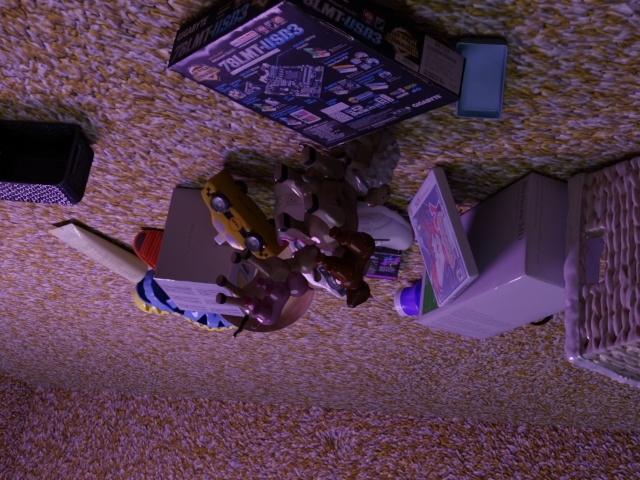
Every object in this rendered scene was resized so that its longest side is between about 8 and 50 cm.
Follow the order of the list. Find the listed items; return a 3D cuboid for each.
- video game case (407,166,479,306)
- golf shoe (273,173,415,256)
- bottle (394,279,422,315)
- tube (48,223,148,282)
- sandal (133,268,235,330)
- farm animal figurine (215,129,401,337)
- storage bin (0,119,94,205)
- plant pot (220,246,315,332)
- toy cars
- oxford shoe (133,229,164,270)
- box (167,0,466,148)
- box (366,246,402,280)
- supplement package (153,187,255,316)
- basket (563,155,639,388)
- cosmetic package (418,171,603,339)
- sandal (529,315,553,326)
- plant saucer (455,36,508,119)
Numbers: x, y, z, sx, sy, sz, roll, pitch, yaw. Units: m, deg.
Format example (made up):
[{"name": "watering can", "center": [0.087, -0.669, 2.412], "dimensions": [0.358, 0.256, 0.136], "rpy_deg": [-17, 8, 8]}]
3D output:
[{"name": "video game case", "center": [0.209, -0.002, 1.621], "dimensions": [0.023, 0.201, 0.183], "rpy_deg": [-13, 163, -14]}, {"name": "golf shoe", "center": [0.041, -0.015, 1.730], "dimensions": [0.306, 0.140, 0.115], "rpy_deg": [18, 155, -26]}, {"name": "bottle", "center": [0.291, 0.121, 2.037], "dimensions": [0.283, 0.092, 0.118], "rpy_deg": [-11, 152, 41]}, {"name": "tube", "center": [-0.510, 0.023, 2.162], "dimensions": [0.070, 0.062, 0.240], "rpy_deg": [-47, 129, 11]}, {"name": "sandal", "center": [-0.315, 0.139, 2.290], "dimensions": [0.317, 0.126, 0.138], "rpy_deg": [7, 155, 1]}, {"name": "farm animal figurine", "center": [0.000, 0.000, 1.528], "dimensions": [0.172, 0.327, 0.330], "rpy_deg": [26, 155, -38]}, {"name": "storage bin", "center": [-0.510, -0.138, 1.651], "dimensions": [0.180, 0.122, 0.084], "rpy_deg": [5, 158, 10]}, {"name": "plant pot", "center": [-0.130, 0.092, 2.035], "dimensions": [0.236, 0.236, 0.032], "rpy_deg": [11, -158, -7]}, {"name": "toy cars", "center": [-0.080, 0.006, 1.759], "dimensions": [0.393, 0.176, 0.087], "rpy_deg": [27, 125, -38]}, {"name": "oxford shoe", "center": [-0.293, 0.051, 2.093], "dimensions": [0.271, 0.097, 0.098], "rpy_deg": [25, 180, -9]}, {"name": "box", "center": [-0.010, -0.237, 1.252], "dimensions": [0.293, 0.073, 0.295], "rpy_deg": [23, 158, -32]}, {"name": "box", "center": [0.114, 0.043, 1.997], "dimensions": [0.116, 0.029, 0.162], "rpy_deg": [7, 160, 3]}, {"name": "supplement package", "center": [-0.220, 0.027, 1.858], "dimensions": [0.149, 0.194, 0.203], "rpy_deg": [6, 159, 10]}, {"name": "basket", "center": [0.587, 0.057, 1.441], "dimensions": [0.331, 0.328, 0.266], "rpy_deg": [22, 153, -29]}, {"name": "cosmetic package", "center": [0.335, 0.041, 1.679], "dimensions": [0.155, 0.197, 0.365], "rpy_deg": [16, 156, -17]}, {"name": "sandal", "center": [0.499, 0.162, 2.102], "dimensions": [0.090, 0.060, 0.219], "rpy_deg": [16, 157, -18]}, {"name": "plant saucer", "center": [0.223, -0.224, 1.291], "dimensions": [0.067, 0.018, 0.192], "rpy_deg": [5, 159, 10]}]
